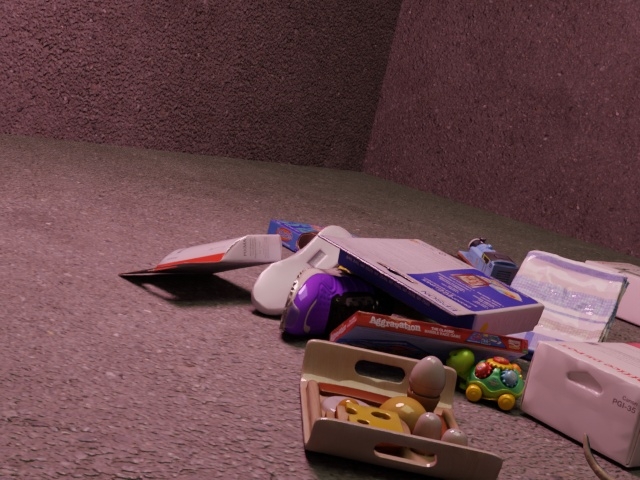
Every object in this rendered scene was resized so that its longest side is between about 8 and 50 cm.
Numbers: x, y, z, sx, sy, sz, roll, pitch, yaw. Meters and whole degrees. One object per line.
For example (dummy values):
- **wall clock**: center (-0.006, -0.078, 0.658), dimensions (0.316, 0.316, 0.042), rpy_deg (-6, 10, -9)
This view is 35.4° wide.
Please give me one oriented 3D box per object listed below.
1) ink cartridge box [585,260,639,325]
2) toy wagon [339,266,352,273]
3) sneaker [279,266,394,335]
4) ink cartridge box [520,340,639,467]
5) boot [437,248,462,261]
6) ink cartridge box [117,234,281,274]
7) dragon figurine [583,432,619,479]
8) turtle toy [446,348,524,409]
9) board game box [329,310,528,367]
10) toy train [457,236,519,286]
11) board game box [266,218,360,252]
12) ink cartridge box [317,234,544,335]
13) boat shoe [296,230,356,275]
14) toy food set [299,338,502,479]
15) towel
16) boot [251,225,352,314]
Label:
- **ink cartridge box**: center (0.806, 0.142, 2.489), dimensions (0.198, 0.114, 0.273), rpy_deg (5, 13, -41)
- **toy wagon**: center (0.155, 0.075, 2.032), dimensions (0.344, 0.068, 0.267), rpy_deg (20, 2, -42)
- **sneaker**: center (0.046, 0.113, 1.691), dimensions (0.146, 0.102, 0.293), rpy_deg (23, 14, 21)
- **ink cartridge box**: center (0.469, 0.236, 1.498), dimensions (0.283, 0.117, 0.207), rpy_deg (6, 12, -40)
- **boot**: center (0.350, 0.086, 2.272), dimensions (0.207, 0.090, 0.248), rpy_deg (16, 6, 28)
- **ink cartridge box**: center (-0.213, 0.025, 1.785), dimensions (0.189, 0.066, 0.232), rpy_deg (-10, -11, 40)
- **dragon figurine**: center (0.439, 0.309, 1.140), dimensions (0.289, 0.085, 0.144), rpy_deg (21, 13, 37)
- **turtle toy**: center (0.253, 0.207, 1.528), dimensions (0.130, 0.066, 0.095), rpy_deg (15, 10, 14)
- **board game box**: center (0.168, 0.163, 1.584), dimensions (0.281, 0.027, 0.145), rpy_deg (11, -23, -14)
- **toy train**: center (0.351, 0.062, 2.134), dimensions (0.080, 0.105, 0.184), rpy_deg (12, 20, -18)
- **board game box**: center (0.000, 0.000, 2.427), dimensions (0.210, 0.047, 0.160), rpy_deg (8, 11, -33)
- **ink cartridge box**: center (0.186, 0.079, 1.736), dimensions (0.304, 0.072, 0.307), rpy_deg (31, 21, 36)
- **boat shoe**: center (0.007, 0.026, 2.213), dimensions (0.073, 0.073, 0.207), rpy_deg (8, 11, -39)
- **toy food set**: center (0.092, 0.202, 1.265), dimensions (0.220, 0.092, 0.306), rpy_deg (13, 9, -5)
- **towel**: center (0.454, 0.130, 1.910), dimensions (0.209, 0.034, 0.285), rpy_deg (17, 44, 21)
- **boot**: center (-0.042, 0.079, 1.817), dimensions (0.095, 0.123, 0.258), rpy_deg (44, 50, 12)
